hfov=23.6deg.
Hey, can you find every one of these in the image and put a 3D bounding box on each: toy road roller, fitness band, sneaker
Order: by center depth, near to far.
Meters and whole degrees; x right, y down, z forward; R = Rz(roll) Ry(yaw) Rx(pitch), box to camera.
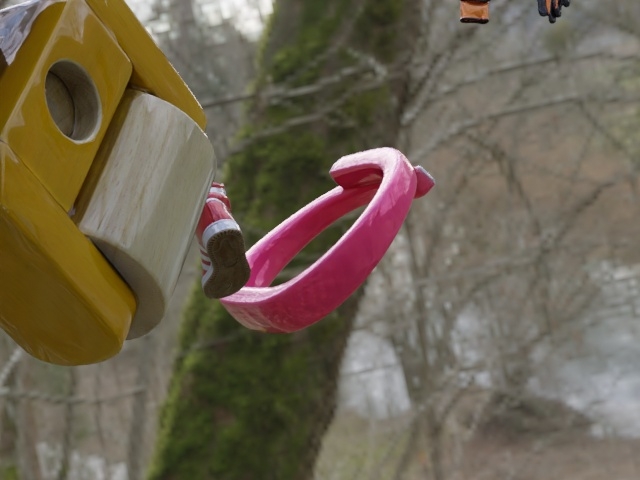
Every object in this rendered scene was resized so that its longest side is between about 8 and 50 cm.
[{"bbox_3d":[-0.247,-0.073,0.987,0.240,0.329,0.202,-13,43,32],"label":"toy road roller"},{"bbox_3d":[-0.087,-0.003,1.254,0.042,0.067,0.118,-18,-28,-14],"label":"sneaker"},{"bbox_3d":[0.000,0.000,1.476,0.209,0.054,0.291,-47,13,-16],"label":"fitness band"}]

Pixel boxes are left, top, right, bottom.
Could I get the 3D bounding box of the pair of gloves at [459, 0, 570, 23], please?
[{"bbox_3d":[0.134,-0.186,1.076,0.083,0.074,0.010,-2,-18,0],"label":"pair of gloves"}]
